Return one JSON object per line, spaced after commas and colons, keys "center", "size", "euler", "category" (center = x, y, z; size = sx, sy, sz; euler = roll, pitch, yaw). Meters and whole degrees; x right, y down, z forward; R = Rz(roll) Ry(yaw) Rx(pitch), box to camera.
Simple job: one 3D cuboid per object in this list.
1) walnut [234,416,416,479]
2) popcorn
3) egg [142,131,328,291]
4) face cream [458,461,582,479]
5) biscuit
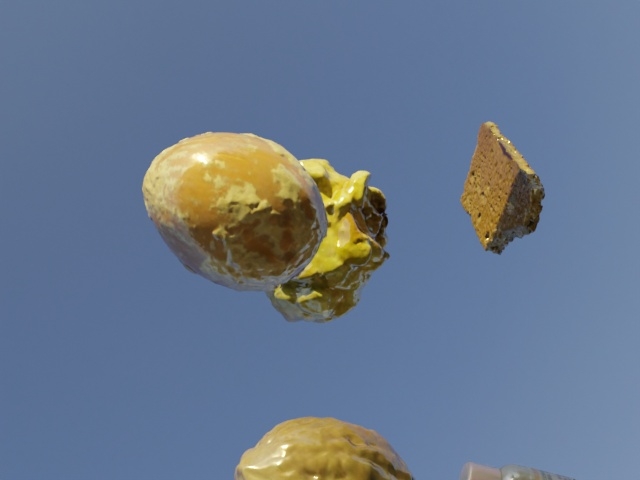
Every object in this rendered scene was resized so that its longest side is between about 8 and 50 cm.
{"center": [0.005, 0.271, 0.693], "size": [0.230, 0.178, 0.178], "euler": [37, -100, -30], "category": "walnut"}
{"center": [0.000, 0.000, 1.165], "size": [0.215, 0.252, 0.286], "euler": [-1, -94, -46], "category": "popcorn"}
{"center": [-0.107, -0.039, 0.873], "size": [0.245, 0.203, 0.203], "euler": [26, -96, -14], "category": "egg"}
{"center": [0.320, 0.356, 0.907], "size": [0.269, 0.082, 0.081], "euler": [13, -89, 4], "category": "face cream"}
{"center": [0.226, -0.054, 0.853], "size": [0.026, 0.237, 0.131], "euler": [4, -62, -5], "category": "biscuit"}
